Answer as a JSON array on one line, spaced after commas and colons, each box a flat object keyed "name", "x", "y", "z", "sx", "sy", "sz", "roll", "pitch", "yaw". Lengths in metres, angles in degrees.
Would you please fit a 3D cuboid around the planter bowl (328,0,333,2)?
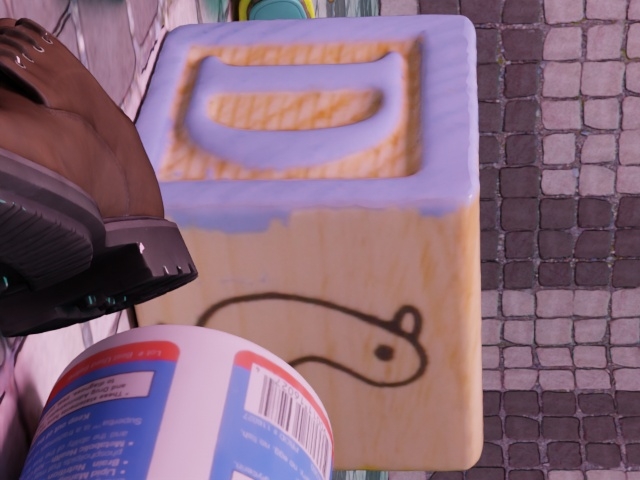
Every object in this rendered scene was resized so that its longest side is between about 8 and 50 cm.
[{"name": "planter bowl", "x": -0.039, "y": -0.268, "z": 0.874, "sx": 0.217, "sy": 0.090, "sz": 0.217, "roll": 0, "pitch": 90, "yaw": -83}]

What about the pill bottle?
[{"name": "pill bottle", "x": -0.064, "y": 0.145, "z": 0.466, "sx": 0.221, "sy": 0.124, "sz": 0.124, "roll": -81, "pitch": 168, "yaw": -51}]

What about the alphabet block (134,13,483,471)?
[{"name": "alphabet block", "x": 0.000, "y": 0.000, "z": 0.762, "sx": 0.193, "sy": 0.192, "sz": 0.197, "roll": -80, "pitch": 166, "yaw": -51}]

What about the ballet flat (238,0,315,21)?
[{"name": "ballet flat", "x": -0.026, "y": -0.137, "z": 1.084, "sx": 0.231, "sy": 0.077, "sz": 0.077, "roll": 80, "pitch": -5, "yaw": -47}]

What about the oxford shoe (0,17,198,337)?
[{"name": "oxford shoe", "x": -0.106, "y": -0.024, "z": 0.396, "sx": 0.227, "sy": 0.083, "sz": 0.096, "roll": 37, "pitch": 34, "yaw": -83}]
